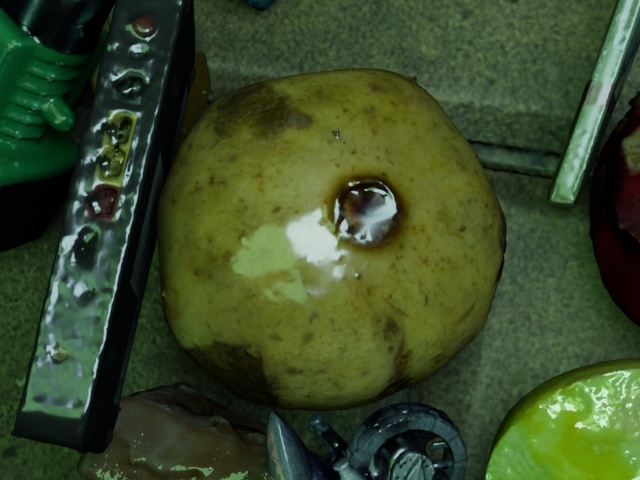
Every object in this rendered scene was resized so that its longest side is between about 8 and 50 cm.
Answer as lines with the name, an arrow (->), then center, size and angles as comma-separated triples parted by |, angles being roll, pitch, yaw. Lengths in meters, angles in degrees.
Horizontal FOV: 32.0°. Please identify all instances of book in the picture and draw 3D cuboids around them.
book -> 0.230, -0.160, 0.843 | 0.026, 0.201, 0.289 | 21, 95, 13

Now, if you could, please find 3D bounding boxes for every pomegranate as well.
pomegranate -> 0.000, 0.000, 0.876 | 0.281, 0.281, 0.281 | -1, 87, 19

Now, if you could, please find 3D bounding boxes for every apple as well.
apple -> 0.227, 0.202, 0.801 | 0.226, 0.246, 0.246 | 15, 92, 18

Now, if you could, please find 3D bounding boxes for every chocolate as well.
chocolate -> -0.091, 0.191, 0.965 | 0.214, 0.148, 0.093 | 23, 89, 16

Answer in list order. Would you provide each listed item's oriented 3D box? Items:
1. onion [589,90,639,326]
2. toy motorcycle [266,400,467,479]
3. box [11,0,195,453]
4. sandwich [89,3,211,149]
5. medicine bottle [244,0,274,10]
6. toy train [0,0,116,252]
onion -> 0.314, -0.030, 0.811 | 0.246, 0.190, 0.246 | -5, 78, 22
toy motorcycle -> 0.024, 0.264, 0.845 | 0.173, 0.108, 0.307 | -3, 107, -14
box -> -0.154, -0.017, 0.848 | 0.058, 0.211, 0.350 | 12, 79, -5
sandwich -> -0.168, -0.180, 1.040 | 0.090, 0.088, 0.244 | -18, 86, 26
medicine bottle -> -0.029, -0.318, 0.999 | 0.258, 0.079, 0.124 | -45, 75, 11
toy train -> -0.304, -0.159, 0.987 | 0.249, 0.178, 0.429 | 46, 121, 14
